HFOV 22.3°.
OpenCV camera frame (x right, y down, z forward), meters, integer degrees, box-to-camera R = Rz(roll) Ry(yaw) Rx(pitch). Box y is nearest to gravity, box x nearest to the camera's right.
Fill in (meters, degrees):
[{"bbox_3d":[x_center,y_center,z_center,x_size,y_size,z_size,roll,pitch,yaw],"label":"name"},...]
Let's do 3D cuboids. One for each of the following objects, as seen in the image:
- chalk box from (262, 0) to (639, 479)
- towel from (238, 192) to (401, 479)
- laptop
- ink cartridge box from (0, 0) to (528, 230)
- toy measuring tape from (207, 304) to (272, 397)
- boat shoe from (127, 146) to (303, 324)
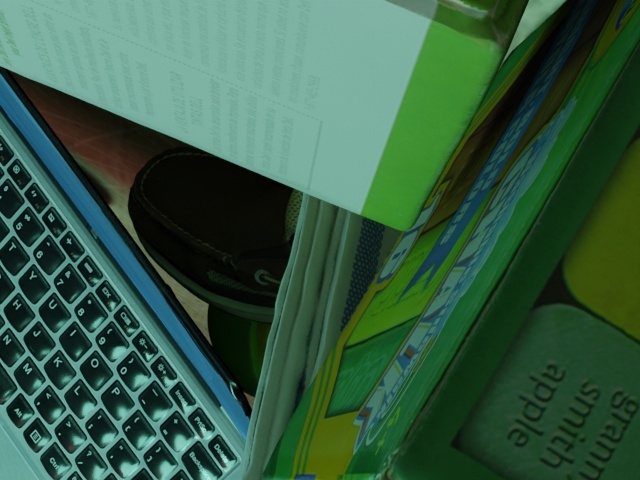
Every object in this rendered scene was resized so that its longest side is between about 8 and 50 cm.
[{"bbox_3d":[0.115,0.031,0.406,0.179,0.180,0.289,33,168,-2],"label":"chalk box"},{"bbox_3d":[0.070,0.076,0.668,0.034,0.209,0.285,-9,146,35],"label":"towel"},{"bbox_3d":[-0.220,0.041,0.949,0.382,0.408,0.236,52,-154,14],"label":"laptop"},{"bbox_3d":[-0.068,-0.108,0.411,0.255,0.097,0.189,23,168,1],"label":"ink cartridge box"},{"bbox_3d":[0.028,0.079,1.014,0.121,0.121,0.330,19,163,50],"label":"toy measuring tape"},{"bbox_3d":[0.004,-0.006,0.817,0.257,0.095,0.095,20,150,28],"label":"boat shoe"}]
